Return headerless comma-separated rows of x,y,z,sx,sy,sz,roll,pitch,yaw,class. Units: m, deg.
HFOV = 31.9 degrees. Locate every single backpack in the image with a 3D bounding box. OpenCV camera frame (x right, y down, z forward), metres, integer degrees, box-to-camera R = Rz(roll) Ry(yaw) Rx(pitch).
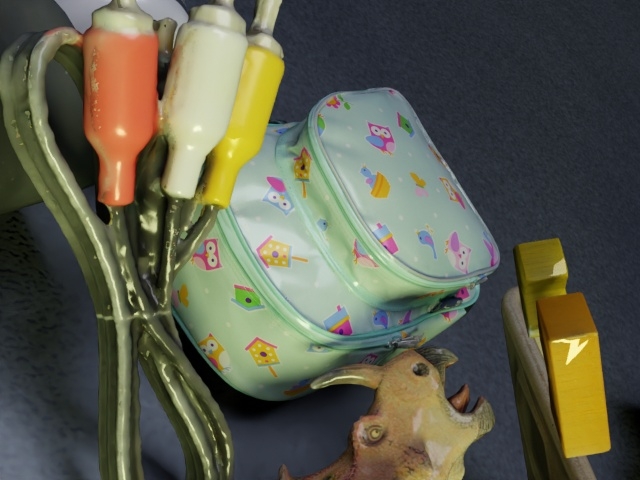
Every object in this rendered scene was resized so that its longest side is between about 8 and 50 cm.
0.000,0.000,0.660,0.188,0.144,0.165,-18,75,-45,backpack

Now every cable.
-0.079,0.011,0.521,0.139,0.072,0.287,2,89,-46,cable

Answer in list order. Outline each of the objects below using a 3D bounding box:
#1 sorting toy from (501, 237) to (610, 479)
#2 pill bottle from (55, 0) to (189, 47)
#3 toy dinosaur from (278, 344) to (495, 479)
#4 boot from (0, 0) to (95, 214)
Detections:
0.115,0.127,0.559,0.229,0.041,0.307,-91,169,-59,sorting toy
-0.136,-0.138,0.682,0.108,0.108,0.180,6,53,-38,pill bottle
0.003,0.201,0.508,0.200,0.127,0.296,46,44,0,toy dinosaur
-0.256,0.016,0.438,0.367,0.146,0.445,54,36,7,boot
